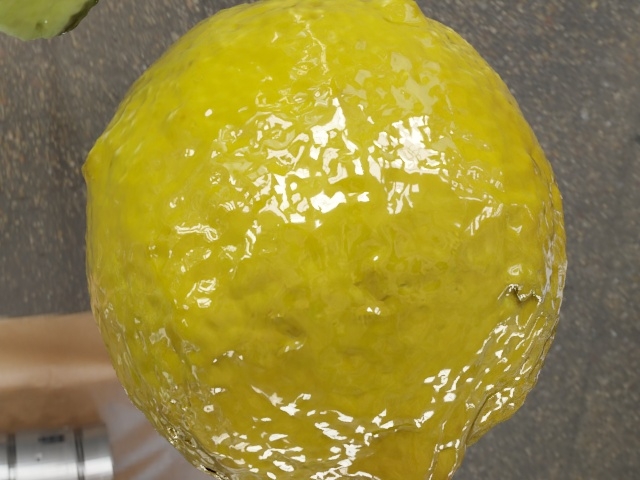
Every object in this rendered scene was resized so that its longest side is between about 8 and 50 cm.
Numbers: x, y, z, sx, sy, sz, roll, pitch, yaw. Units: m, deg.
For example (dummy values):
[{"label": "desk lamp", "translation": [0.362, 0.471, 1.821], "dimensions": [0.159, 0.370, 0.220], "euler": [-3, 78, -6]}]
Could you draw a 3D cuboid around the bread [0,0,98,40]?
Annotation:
[{"label": "bread", "translation": [-0.112, -0.146, 0.421], "dimensions": [0.129, 0.114, 0.111], "euler": [-47, 166, 4]}]

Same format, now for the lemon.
[{"label": "lemon", "translation": [0.000, 0.000, 0.499], "dimensions": [0.192, 0.231, 0.192], "euler": [-13, 153, -7]}]
